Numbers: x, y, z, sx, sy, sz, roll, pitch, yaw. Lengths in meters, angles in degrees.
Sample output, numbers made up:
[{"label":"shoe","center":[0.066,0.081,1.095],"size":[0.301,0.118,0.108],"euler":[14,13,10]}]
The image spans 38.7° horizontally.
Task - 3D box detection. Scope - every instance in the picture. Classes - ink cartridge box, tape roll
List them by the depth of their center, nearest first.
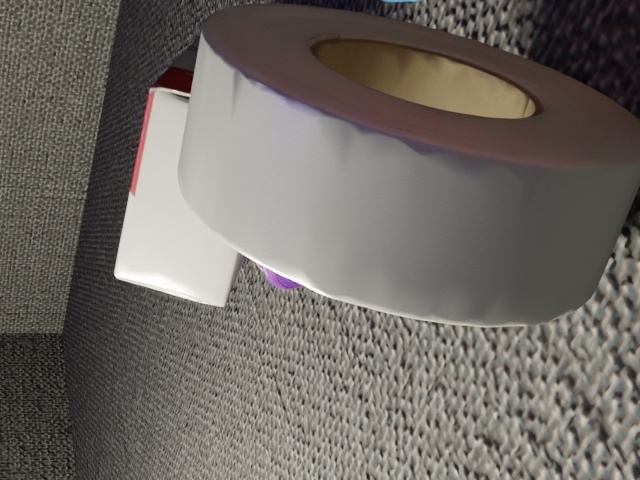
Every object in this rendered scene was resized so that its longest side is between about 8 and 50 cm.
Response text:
[{"label":"tape roll","center":[0.055,-0.062,0.581],"size":[0.286,0.286,0.100],"euler":[-124,42,-55]},{"label":"ink cartridge box","center":[-0.115,-0.101,1.039],"size":[0.306,0.131,0.226],"euler":[-73,-1,-63]}]

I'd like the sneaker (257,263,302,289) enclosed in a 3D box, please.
[{"label":"sneaker","center":[0.000,0.000,0.956],"size":[0.105,0.095,0.236],"euler":[67,149,24]}]
